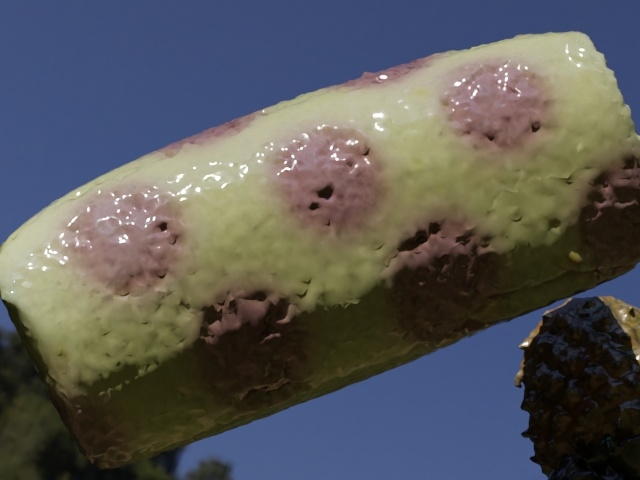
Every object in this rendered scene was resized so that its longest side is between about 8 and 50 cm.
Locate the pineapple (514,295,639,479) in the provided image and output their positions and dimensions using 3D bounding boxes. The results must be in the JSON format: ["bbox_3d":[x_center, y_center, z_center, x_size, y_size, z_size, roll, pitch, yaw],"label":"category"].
[{"bbox_3d":[0.166,0.148,0.987,0.125,0.251,0.125,5,-43,4],"label":"pineapple"}]

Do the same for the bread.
[{"bbox_3d":[0.000,0.000,0.910,0.187,0.338,0.155,-177,-114,-81],"label":"bread"}]
